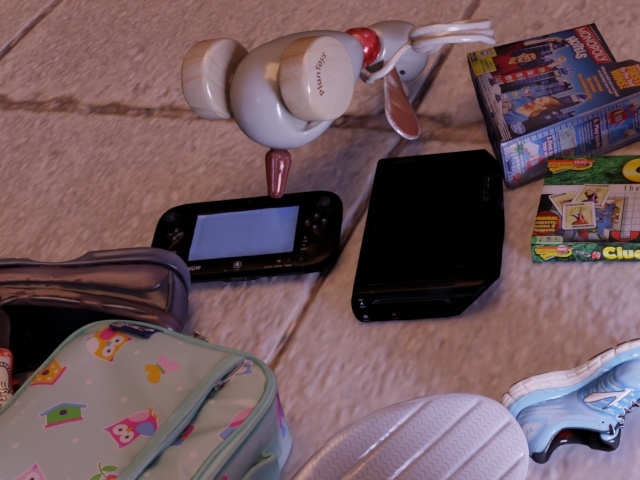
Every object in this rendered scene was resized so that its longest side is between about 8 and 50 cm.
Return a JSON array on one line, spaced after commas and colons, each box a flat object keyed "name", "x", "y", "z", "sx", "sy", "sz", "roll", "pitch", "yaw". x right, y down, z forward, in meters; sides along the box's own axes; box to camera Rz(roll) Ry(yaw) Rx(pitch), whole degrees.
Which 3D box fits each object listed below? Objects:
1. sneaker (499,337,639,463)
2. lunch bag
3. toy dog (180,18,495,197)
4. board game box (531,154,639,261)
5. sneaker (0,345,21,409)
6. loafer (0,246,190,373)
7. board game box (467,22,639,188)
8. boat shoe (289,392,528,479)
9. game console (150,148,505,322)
[{"name": "sneaker", "x": 0.225, "y": 0.131, "z": 0.949, "sx": 0.162, "sy": 0.063, "sz": 0.073, "roll": -21, "pitch": 55, "yaw": 1}, {"name": "lunch bag", "x": -0.159, "y": 0.185, "z": 0.967, "sx": 0.224, "sy": 0.107, "sz": 0.279, "roll": 11, "pitch": 44, "yaw": 31}, {"name": "toy dog", "x": 0.015, "y": -0.142, "z": 1.279, "sx": 0.334, "sy": 0.161, "sz": 0.220, "roll": -11, "pitch": 15, "yaw": -33}, {"name": "board game box", "x": 0.333, "y": -0.032, "z": 1.128, "sx": 0.260, "sy": 0.030, "sz": 0.136, "roll": 0, "pitch": 38, "yaw": 20}, {"name": "sneaker", "x": -0.366, "y": 0.117, "z": 1.104, "sx": 0.145, "sy": 0.090, "sz": 0.270, "roll": -21, "pitch": 51, "yaw": -29}, {"name": "loafer", "x": -0.273, "y": 0.078, "z": 1.154, "sx": 0.303, "sy": 0.109, "sz": 0.095, "roll": -11, "pitch": 41, "yaw": 3}, {"name": "board game box", "x": 0.268, "y": -0.150, "z": 1.277, "sx": 0.194, "sy": 0.060, "sz": 0.194, "roll": -12, "pitch": 37, "yaw": 4}, {"name": "boat shoe", "x": -0.003, "y": 0.224, "z": 0.846, "sx": 0.335, "sy": 0.119, "sz": 0.121, "roll": -33, "pitch": 75, "yaw": -19}, {"name": "game console", "x": 0.000, "y": 0.000, "z": 1.198, "sx": 0.361, "sy": 0.044, "sz": 0.213, "roll": -6, "pitch": 38, "yaw": 15}]
